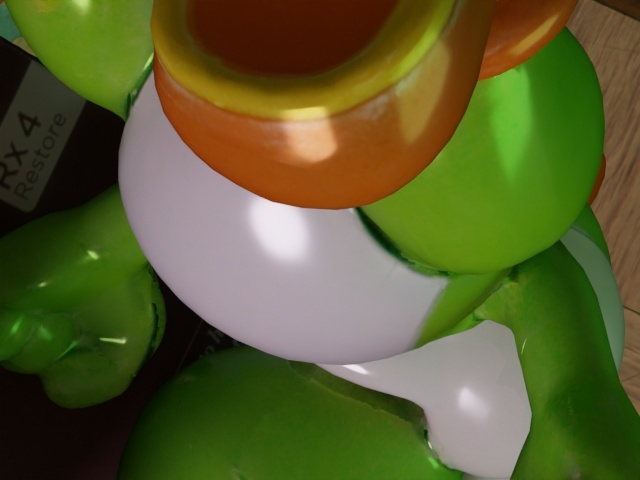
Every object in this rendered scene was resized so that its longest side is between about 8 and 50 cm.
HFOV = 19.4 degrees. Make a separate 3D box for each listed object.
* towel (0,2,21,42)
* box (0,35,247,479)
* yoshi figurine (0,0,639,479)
[{"bbox_3d":[-0.071,-0.298,0.798,0.320,0.090,0.374,108,6,-51],"label":"towel"},{"bbox_3d":[-0.134,0.026,0.679,0.203,0.167,0.168,18,-100,52],"label":"box"},{"bbox_3d":[-0.008,0.025,0.500,0.362,0.203,0.203,61,15,-60],"label":"yoshi figurine"}]
